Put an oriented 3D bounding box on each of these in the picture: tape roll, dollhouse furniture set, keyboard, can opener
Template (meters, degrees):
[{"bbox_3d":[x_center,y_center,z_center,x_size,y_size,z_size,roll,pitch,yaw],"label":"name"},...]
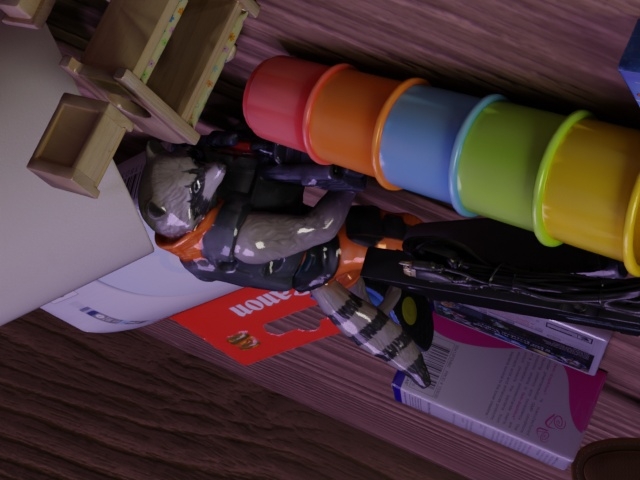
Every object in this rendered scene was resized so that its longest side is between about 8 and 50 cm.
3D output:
[{"bbox_3d":[-0.264,-0.063,1.089,0.246,0.169,0.246,61,171,16],"label":"tape roll"},{"bbox_3d":[-0.158,-0.115,0.908,0.161,0.181,0.101,16,164,33],"label":"dollhouse furniture set"},{"bbox_3d":[0.170,0.035,0.823,0.317,0.033,0.201,8,174,29],"label":"keyboard"},{"bbox_3d":[0.189,0.020,0.943,0.280,0.093,0.074,1,167,34],"label":"can opener"}]

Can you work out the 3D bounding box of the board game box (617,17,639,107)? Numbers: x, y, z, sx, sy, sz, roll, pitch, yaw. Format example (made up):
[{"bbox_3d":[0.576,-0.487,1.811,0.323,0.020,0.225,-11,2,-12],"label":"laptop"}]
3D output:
[{"bbox_3d":[0.271,-0.055,0.692,0.201,0.035,0.136,16,164,35],"label":"board game box"}]

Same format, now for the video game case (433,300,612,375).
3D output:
[{"bbox_3d":[0.207,0.082,1.385,0.190,0.022,0.173,21,166,13],"label":"video game case"}]

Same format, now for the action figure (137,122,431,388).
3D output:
[{"bbox_3d":[0.000,0.000,1.117,0.330,0.178,0.341,21,171,-26],"label":"action figure"}]

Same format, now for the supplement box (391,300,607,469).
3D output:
[{"bbox_3d":[0.206,0.170,1.536,0.220,0.111,0.114,22,167,12],"label":"supplement box"}]

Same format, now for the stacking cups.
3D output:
[{"bbox_3d":[0.084,-0.070,0.883,0.316,0.096,0.096,21,167,31],"label":"stacking cups"}]

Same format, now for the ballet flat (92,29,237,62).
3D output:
[{"bbox_3d":[-0.122,-0.144,1.021,0.057,0.049,0.173,34,164,-37],"label":"ballet flat"}]

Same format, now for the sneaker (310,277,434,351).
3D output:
[{"bbox_3d":[0.046,0.057,1.429,0.082,0.069,0.209,-13,141,35],"label":"sneaker"}]

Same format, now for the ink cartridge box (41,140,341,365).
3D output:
[{"bbox_3d":[-0.133,0.058,1.512,0.308,0.091,0.385,-23,134,40],"label":"ink cartridge box"}]

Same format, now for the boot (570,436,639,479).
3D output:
[{"bbox_3d":[0.423,0.295,1.615,0.284,0.109,0.220,4,174,-4],"label":"boot"}]
